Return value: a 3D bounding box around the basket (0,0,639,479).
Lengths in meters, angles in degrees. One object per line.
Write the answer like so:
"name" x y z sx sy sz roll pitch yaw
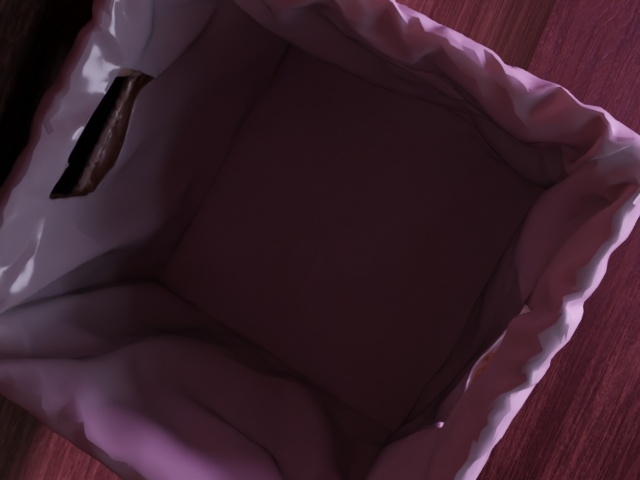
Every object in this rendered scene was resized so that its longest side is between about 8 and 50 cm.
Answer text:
"basket" 0.000 0.000 0.724 0.328 0.331 0.266 -61 169 13
